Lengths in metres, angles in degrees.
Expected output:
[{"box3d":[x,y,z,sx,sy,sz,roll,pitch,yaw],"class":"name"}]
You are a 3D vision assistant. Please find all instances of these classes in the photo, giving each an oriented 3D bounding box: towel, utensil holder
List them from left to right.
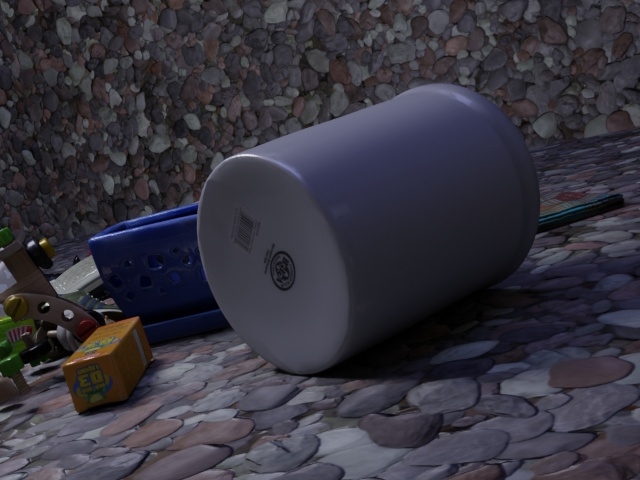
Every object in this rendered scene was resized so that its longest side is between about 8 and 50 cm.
[{"box3d":[0.069,-0.022,1.340,0.385,0.328,0.327,-24,13,-40],"class":"utensil holder"},{"box3d":[0.389,-0.045,1.938,0.370,0.040,0.271,-16,9,-15],"class":"towel"}]

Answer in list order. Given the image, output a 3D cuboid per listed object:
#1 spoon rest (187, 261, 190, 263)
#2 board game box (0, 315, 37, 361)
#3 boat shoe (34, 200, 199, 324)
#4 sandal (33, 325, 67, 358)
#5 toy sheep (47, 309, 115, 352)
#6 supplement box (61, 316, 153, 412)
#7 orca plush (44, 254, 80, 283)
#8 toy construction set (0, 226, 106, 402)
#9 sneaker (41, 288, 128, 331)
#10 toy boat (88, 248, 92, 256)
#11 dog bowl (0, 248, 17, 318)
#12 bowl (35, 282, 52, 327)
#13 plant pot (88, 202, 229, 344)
[{"box3d":[-0.195,0.050,1.878,0.276,0.084,0.137,-30,-27,12],"class":"spoon rest"},{"box3d":[-0.617,0.199,1.770,0.181,0.092,0.043,-16,7,-15],"class":"board game box"},{"box3d":[-0.396,0.071,2.100,0.500,0.156,0.186,-29,17,-18],"class":"boat shoe"},{"box3d":[-0.482,0.175,1.829,0.060,0.090,0.219,-51,1,28],"class":"sandal"},{"box3d":[-0.428,0.165,1.716,0.132,0.091,0.091,-10,8,6],"class":"toy sheep"},{"box3d":[-0.316,0.182,1.431,0.078,0.080,0.233,-16,10,1],"class":"supplement box"},{"box3d":[-0.720,0.099,2.301,0.287,0.102,0.151,-28,-30,-9],"class":"orca plush"},{"box3d":[-0.519,0.119,1.527,0.257,0.237,0.309,-24,9,12],"class":"toy construction set"},{"box3d":[-0.441,0.125,1.803,0.192,0.086,0.064,3,-47,-34],"class":"sneaker"},{"box3d":[-0.523,0.079,2.387,0.151,0.151,0.231,-48,21,-18],"class":"toy boat"},{"box3d":[-0.772,0.140,2.040,0.348,0.102,0.349,-25,24,12],"class":"dog bowl"},{"box3d":[-0.653,0.156,2.170,0.170,0.080,0.170,-14,8,2],"class":"bowl"},{"box3d":[-0.256,0.056,1.717,0.235,0.212,0.236,-14,8,4],"class":"plant pot"}]
